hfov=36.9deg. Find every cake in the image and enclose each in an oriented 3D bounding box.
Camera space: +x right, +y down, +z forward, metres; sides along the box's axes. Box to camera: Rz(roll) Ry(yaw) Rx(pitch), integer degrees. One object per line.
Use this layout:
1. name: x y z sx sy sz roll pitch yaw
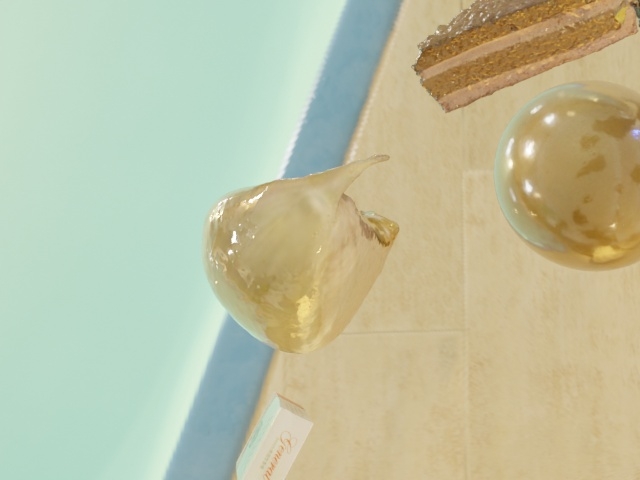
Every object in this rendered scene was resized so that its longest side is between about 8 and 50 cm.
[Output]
1. cake: 0.255 -0.252 1.148 0.295 0.116 0.112 -29 41 7

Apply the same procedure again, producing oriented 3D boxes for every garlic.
1. garlic: -0.012 0.006 0.765 0.164 0.245 0.145 -31 79 -1

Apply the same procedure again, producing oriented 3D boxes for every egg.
1. egg: 0.434 -0.103 1.553 0.301 0.374 0.301 4 116 8

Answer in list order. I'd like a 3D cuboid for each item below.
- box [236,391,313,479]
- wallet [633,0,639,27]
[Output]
1. box: -0.054 0.230 1.079 0.048 0.152 0.100 30 85 -1
2. wallet: 0.452 -0.402 1.364 0.030 0.146 0.285 -19 99 43
